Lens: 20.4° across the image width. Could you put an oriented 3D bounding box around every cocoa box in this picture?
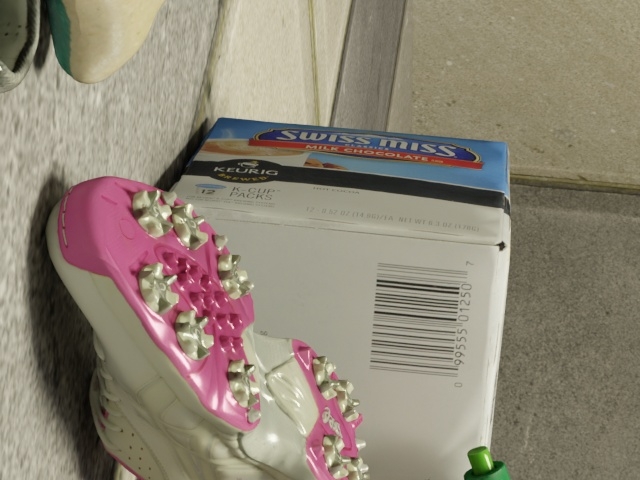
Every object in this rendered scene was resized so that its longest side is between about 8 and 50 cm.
[{"bbox_3d":[0.008,0.110,1.270,0.228,0.231,0.347,-70,165,-69],"label":"cocoa box"}]

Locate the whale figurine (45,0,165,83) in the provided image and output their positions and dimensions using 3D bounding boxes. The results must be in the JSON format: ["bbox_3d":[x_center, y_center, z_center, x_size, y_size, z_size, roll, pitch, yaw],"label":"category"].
[{"bbox_3d":[-0.072,-0.208,0.891,0.272,0.141,0.216,-54,160,-25],"label":"whale figurine"}]

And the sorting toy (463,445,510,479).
[{"bbox_3d":[-0.014,0.226,1.077,0.127,0.365,0.126,1,-68,65],"label":"sorting toy"}]

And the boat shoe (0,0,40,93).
[{"bbox_3d":[-0.114,-0.189,0.420,0.121,0.119,0.335,-75,169,-56],"label":"boat shoe"}]

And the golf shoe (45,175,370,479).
[{"bbox_3d":[-0.085,0.080,0.995,0.306,0.140,0.115,53,28,-45],"label":"golf shoe"}]
